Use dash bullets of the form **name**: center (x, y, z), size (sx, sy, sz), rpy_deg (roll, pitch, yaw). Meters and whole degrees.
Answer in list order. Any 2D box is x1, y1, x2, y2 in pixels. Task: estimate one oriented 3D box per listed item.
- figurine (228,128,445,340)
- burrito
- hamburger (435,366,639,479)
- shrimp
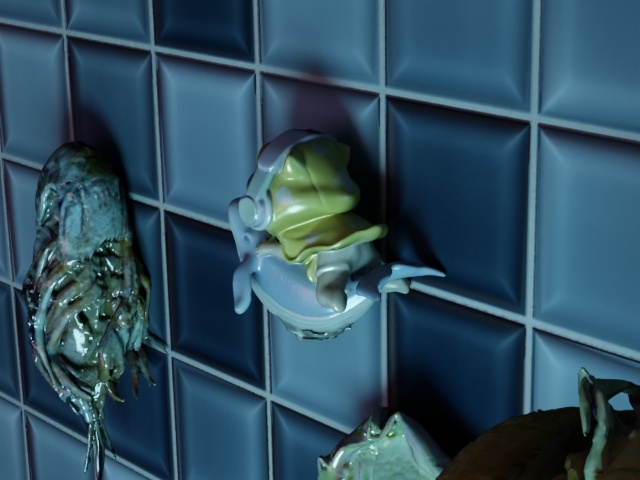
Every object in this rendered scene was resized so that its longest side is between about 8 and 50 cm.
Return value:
- **figurine**: center (0.000, 0.000, 1.226), size (0.209, 0.128, 0.183), rpy_deg (19, 114, 36)
- **burrito**: center (0.100, 0.242, 1.215), size (0.229, 0.089, 0.144), rpy_deg (49, 121, 25)
- **hamburger**: center (0.169, 0.237, 0.825), size (0.195, 0.277, 0.318), rpy_deg (1, 71, 46)
- **shrimp**: center (-0.263, 0.081, 1.517), size (0.137, 0.172, 0.372), rpy_deg (-10, 87, 45)
